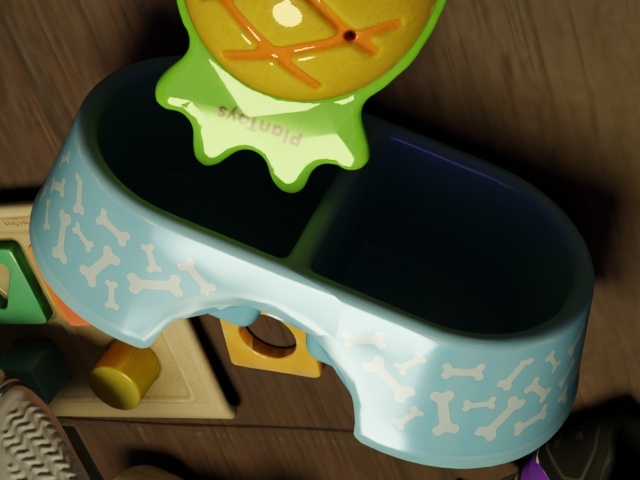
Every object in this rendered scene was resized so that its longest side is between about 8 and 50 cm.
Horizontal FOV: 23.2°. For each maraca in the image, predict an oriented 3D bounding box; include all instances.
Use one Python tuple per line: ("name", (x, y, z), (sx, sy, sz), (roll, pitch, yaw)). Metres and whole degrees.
("maraca", (-0.009, -0.111, 0.710), (0.127, 0.099, 0.186), (20, 114, 4))

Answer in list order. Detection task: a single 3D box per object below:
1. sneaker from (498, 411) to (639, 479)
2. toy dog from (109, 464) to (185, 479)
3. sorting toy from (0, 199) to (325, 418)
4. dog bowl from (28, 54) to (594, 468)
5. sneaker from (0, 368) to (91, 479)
("sneaker", (0.230, 0.215, 0.880), (0.293, 0.102, 0.146), (44, 128, 11))
("toy dog", (-0.099, 0.327, 1.067), (0.220, 0.161, 0.334), (-9, 102, 53))
("sorting toy", (-0.166, 0.056, 1.004), (0.347, 0.047, 0.196), (-3, 129, 28))
("dog bowl", (0.000, 0.000, 0.784), (0.297, 0.166, 0.074), (22, 132, 6))
("sneaker", (-0.248, 0.174, 1.052), (0.366, 0.137, 0.210), (22, 151, 38))
